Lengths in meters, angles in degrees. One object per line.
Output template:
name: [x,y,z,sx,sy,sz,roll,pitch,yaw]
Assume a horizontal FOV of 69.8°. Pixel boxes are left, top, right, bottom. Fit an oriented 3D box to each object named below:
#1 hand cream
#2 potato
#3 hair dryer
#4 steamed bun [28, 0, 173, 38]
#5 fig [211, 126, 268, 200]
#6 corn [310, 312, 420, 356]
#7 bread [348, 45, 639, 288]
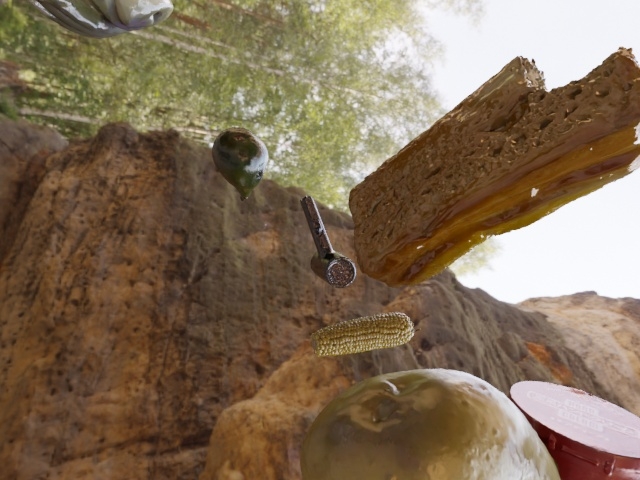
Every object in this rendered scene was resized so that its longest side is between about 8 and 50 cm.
hand cream: [0.335,0.285,0.610,0.193,0.193,0.125,25,-75,57]
potato: [0.100,0.243,0.491,0.285,0.242,0.242,-16,-112,18]
hair dryer: [0.000,0.000,1.230,0.197,0.089,0.251,-150,-143,-77]
steamed bun: [-0.365,-0.486,0.772,0.352,0.339,0.247,-14,-92,18]
fig: [-0.157,-0.148,0.939,0.177,0.117,0.117,82,-8,-60]
corn: [0.125,0.266,1.306,0.101,0.310,0.101,172,-90,-81]
bread: [0.189,-0.086,0.548,0.380,0.109,0.185,-36,-137,41]
